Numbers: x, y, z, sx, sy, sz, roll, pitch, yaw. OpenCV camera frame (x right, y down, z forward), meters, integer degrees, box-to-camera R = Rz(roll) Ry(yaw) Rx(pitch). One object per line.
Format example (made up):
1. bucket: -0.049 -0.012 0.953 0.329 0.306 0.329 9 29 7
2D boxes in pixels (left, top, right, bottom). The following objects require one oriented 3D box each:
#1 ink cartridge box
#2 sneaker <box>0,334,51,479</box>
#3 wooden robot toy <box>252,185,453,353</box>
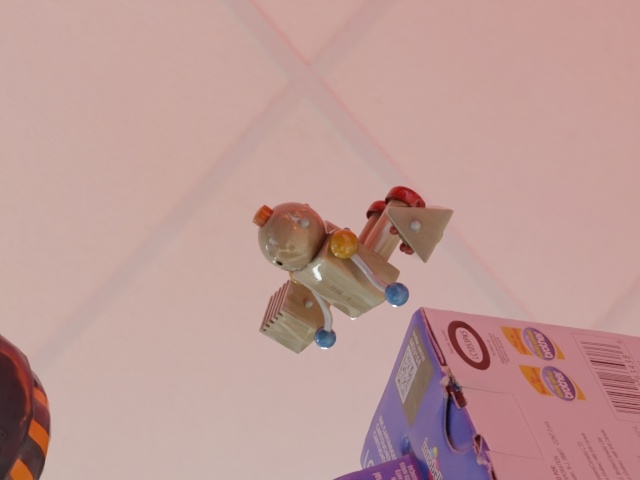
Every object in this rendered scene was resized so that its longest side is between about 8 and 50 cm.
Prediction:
1. ink cartridge box: 0.196 0.185 1.164 0.396 0.270 0.151 10 -62 -18
2. sneaker: -0.139 0.141 0.593 0.180 0.124 0.321 33 -44 -21
3. wooden robot toy: 0.000 0.000 0.911 0.079 0.173 0.076 30 -116 -13
